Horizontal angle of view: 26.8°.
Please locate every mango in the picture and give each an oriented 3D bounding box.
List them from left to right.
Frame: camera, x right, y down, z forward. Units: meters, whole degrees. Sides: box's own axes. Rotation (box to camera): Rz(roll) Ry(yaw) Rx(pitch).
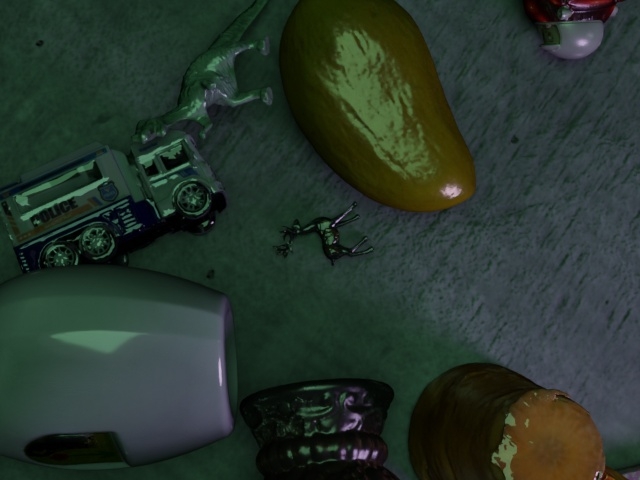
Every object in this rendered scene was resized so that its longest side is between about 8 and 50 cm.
[{"bbox_3d":[0.062,-0.179,1.731,0.195,0.142,0.332,-22,87,-2],"label":"mango"}]

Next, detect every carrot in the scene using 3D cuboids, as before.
[{"bbox_3d":[0.221,0.241,1.631,0.195,0.254,0.196,1,83,-8],"label":"carrot"}]

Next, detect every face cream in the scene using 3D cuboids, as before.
[{"bbox_3d":[-0.282,0.150,1.576,0.356,0.312,0.220,-2,63,1],"label":"face cream"}]

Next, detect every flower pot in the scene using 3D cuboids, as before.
[{"bbox_3d":[0.008,0.314,1.611,0.266,0.266,0.267,-4,74,-5],"label":"flower pot"}]

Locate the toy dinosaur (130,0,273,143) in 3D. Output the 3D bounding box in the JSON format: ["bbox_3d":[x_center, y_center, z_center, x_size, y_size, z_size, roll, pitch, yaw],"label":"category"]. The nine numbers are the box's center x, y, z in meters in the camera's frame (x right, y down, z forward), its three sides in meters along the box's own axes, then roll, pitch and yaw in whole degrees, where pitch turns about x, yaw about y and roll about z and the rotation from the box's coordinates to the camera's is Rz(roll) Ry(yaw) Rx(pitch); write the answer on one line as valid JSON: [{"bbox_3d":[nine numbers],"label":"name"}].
[{"bbox_3d":[-0.092,-0.234,1.710,0.129,0.076,0.383,20,52,26],"label":"toy dinosaur"}]

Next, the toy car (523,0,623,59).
[{"bbox_3d":[0.339,-0.298,1.792,0.139,0.112,0.112,-6,98,-14],"label":"toy car"}]

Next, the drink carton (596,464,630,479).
[{"bbox_3d":[0.411,0.359,1.680,0.223,0.096,0.071,32,92,-12],"label":"drink carton"}]

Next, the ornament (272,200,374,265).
[{"bbox_3d":[0.000,0.000,1.759,0.125,0.028,0.073,-17,83,-8],"label":"ornament"}]

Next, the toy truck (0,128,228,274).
[{"bbox_3d":[-0.262,-0.048,1.699,0.268,0.124,0.155,-25,80,-6],"label":"toy truck"}]

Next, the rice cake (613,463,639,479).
[{"bbox_3d":[0.409,0.310,1.741,0.206,0.036,0.047,-10,101,-7],"label":"rice cake"}]
